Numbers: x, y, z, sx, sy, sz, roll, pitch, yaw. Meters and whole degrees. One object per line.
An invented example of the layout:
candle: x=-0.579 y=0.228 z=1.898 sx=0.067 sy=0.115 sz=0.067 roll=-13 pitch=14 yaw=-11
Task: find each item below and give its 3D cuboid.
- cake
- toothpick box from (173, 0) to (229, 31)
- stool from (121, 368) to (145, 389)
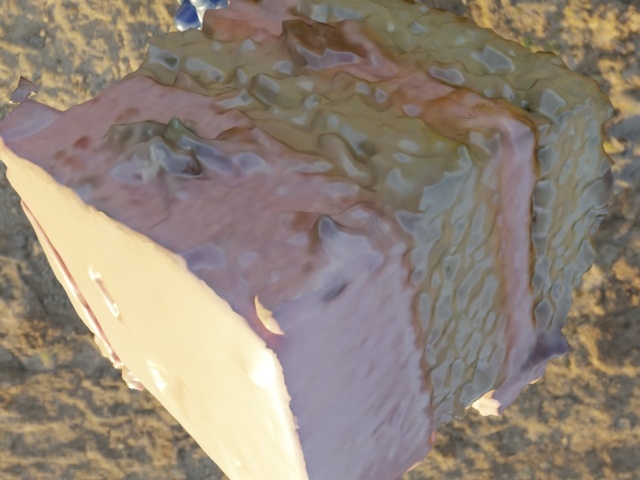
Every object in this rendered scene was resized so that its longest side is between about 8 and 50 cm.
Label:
cake: x=0.000 y=0.000 z=0.629 sx=0.306 sy=0.314 sz=0.293 roll=-37 pitch=136 yaw=-30
toothpick box: x=-0.109 y=-0.473 z=1.469 sx=0.354 sy=0.263 sz=0.263 roll=-43 pitch=122 yaw=4
stool: x=-0.223 y=0.172 z=1.460 sx=0.228 sy=0.153 sz=0.139 roll=-39 pitch=98 yaw=15
